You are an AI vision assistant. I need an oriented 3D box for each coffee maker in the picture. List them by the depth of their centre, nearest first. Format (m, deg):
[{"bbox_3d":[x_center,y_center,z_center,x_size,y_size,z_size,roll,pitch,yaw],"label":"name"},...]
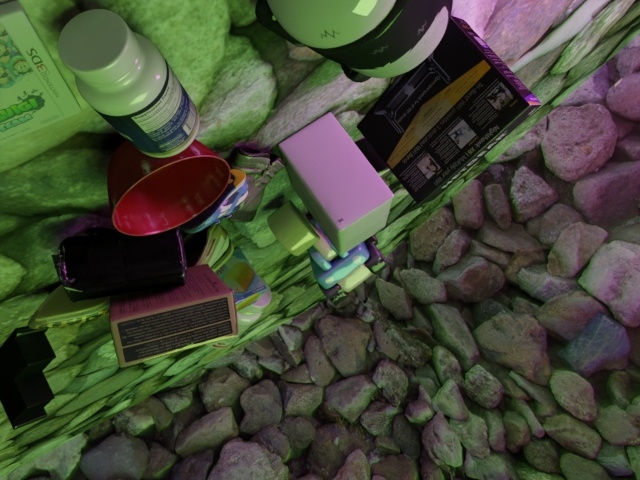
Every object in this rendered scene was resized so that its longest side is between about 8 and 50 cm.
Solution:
[{"bbox_3d":[-0.312,0.041,0.732,0.179,0.120,0.171,-9,-165,-19],"label":"coffee maker"}]

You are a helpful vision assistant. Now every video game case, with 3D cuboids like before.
[{"bbox_3d":[-0.335,-0.143,0.436,0.157,0.019,0.143,-30,166,-17],"label":"video game case"}]

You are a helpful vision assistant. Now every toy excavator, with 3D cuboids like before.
[{"bbox_3d":[0.000,0.000,1.375,0.222,0.445,0.432,-39,-153,12],"label":"toy excavator"}]

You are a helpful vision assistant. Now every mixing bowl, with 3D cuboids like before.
[{"bbox_3d":[-0.234,-0.099,0.660,0.182,0.098,0.181,-32,167,-8],"label":"mixing bowl"}]

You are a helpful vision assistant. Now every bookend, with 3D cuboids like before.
[{"bbox_3d":[-0.611,0.284,0.955,0.157,0.156,0.072,-42,165,23],"label":"bookend"}]

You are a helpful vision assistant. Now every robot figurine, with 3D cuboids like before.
[{"bbox_3d":[0.053,-0.295,0.528,0.209,0.173,0.278,-53,160,25],"label":"robot figurine"}]

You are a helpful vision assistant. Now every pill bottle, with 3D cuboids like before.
[{"bbox_3d":[-0.206,-0.167,0.500,0.094,0.094,0.169,-34,166,-4],"label":"pill bottle"},{"bbox_3d":[-0.299,0.241,1.549,0.283,0.160,0.160,-44,164,34],"label":"pill bottle"}]

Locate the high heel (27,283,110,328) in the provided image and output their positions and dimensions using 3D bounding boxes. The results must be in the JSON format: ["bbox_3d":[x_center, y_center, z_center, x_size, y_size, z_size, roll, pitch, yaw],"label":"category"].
[{"bbox_3d":[-0.475,0.150,0.939,0.261,0.093,0.186,-33,164,-49],"label":"high heel"}]

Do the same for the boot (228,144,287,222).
[{"bbox_3d":[-0.180,-0.112,0.846,0.247,0.083,0.161,-12,141,-56],"label":"boot"}]

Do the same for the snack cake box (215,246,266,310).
[{"bbox_3d":[-0.298,0.135,1.206,0.265,0.152,0.089,-23,162,-42],"label":"snack cake box"}]

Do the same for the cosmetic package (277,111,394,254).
[{"bbox_3d":[0.035,-0.113,0.987,0.138,0.224,0.224,-34,167,-3],"label":"cosmetic package"}]

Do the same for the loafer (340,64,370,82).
[{"bbox_3d":[0.127,-0.348,0.735,0.223,0.076,0.078,-38,172,34],"label":"loafer"}]

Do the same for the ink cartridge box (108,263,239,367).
[{"bbox_3d":[-0.271,0.122,0.812,0.194,0.088,0.235,-11,-168,-22],"label":"ink cartridge box"}]

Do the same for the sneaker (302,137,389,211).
[{"bbox_3d":[0.089,-0.153,1.200,0.296,0.123,0.178,-34,167,-3],"label":"sneaker"}]

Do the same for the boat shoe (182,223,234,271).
[{"bbox_3d":[-0.318,0.076,0.980,0.302,0.113,0.103,-55,153,-25],"label":"boat shoe"}]

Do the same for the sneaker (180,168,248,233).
[{"bbox_3d":[-0.176,-0.058,0.777,0.144,0.053,0.059,-45,153,-20],"label":"sneaker"}]

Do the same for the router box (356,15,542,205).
[{"bbox_3d":[0.255,-0.264,0.961,0.081,0.242,0.309,-20,161,-48],"label":"router box"}]
